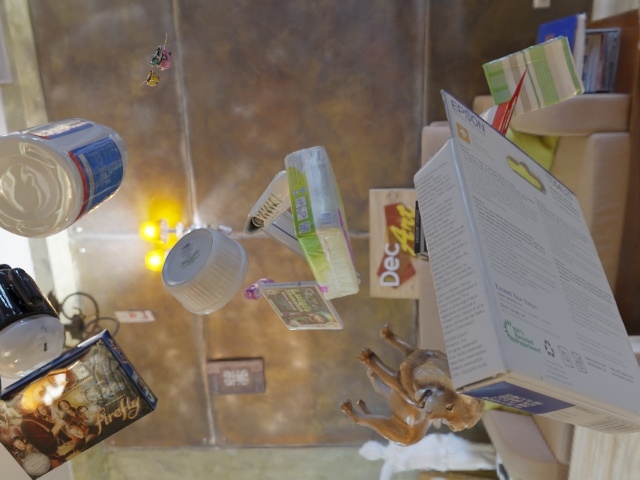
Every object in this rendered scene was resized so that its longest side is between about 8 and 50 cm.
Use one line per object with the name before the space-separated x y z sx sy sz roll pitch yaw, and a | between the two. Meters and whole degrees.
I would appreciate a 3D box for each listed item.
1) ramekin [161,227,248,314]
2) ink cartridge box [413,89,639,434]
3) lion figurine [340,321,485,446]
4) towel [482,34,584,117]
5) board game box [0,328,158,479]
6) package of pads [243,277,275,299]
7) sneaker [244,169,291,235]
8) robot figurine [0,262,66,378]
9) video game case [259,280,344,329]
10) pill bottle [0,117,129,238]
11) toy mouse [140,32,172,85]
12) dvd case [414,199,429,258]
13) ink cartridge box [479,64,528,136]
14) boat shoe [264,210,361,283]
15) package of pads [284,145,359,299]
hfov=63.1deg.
ramekin | -0.288 0.066 1.270 0.109 0.207 0.207 44 -146 -41
ink cartridge box | 0.241 0.033 0.601 0.071 0.324 0.330 -34 46 38
lion figurine | 0.179 0.324 1.050 0.142 0.240 0.392 -40 -26 -28
towel | 0.382 -0.292 0.936 0.023 0.152 0.113 18 -125 -82
board game box | -0.438 0.287 0.912 0.165 0.243 0.042 60 177 -15
package of pads | -0.173 0.137 1.485 0.083 0.050 0.032 -34 -62 -45
sneaker | -0.128 -0.092 1.374 0.095 0.090 0.235 -51 2 -42
robot figurine | -0.694 0.177 1.172 0.278 0.173 0.209 45 158 20
video game case | -0.049 0.177 1.394 0.190 0.173 0.022 61 -146 -39
pill bottle | -0.332 -0.093 0.684 0.221 0.124 0.124 -90 -2 -71
toy mouse | -0.421 -0.478 1.386 0.161 0.031 0.143 19 88 56
dvd case | 0.388 -0.019 1.726 0.238 0.029 0.179 17 -109 -44
ink cartridge box | 0.268 -0.158 0.886 0.232 0.066 0.189 89 -156 -56
boat shoe | -0.002 0.000 1.690 0.156 0.367 0.136 -57 -2 -8
package of pads | 0.008 -0.035 1.153 0.296 0.101 0.229 71 -173 -58
